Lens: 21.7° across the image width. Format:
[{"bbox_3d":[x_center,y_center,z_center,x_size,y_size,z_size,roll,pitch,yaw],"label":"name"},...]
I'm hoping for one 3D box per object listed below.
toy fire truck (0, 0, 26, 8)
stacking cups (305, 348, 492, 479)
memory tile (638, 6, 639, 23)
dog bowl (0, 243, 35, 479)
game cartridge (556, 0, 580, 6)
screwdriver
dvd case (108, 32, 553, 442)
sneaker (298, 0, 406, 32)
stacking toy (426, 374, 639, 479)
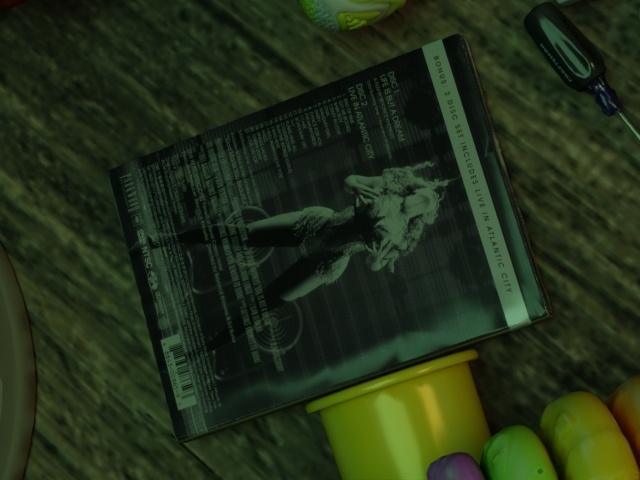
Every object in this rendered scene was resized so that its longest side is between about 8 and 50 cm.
[{"bbox_3d":[-0.224,-0.286,0.956,0.302,0.169,0.254,39,80,16],"label":"toy fire truck"},{"bbox_3d":[0.088,0.217,0.850,0.096,0.096,0.316,-21,85,16],"label":"stacking cups"},{"bbox_3d":[0.241,-0.152,0.858,0.148,0.012,0.113,4,87,19],"label":"memory tile"},{"bbox_3d":[-0.347,0.087,0.987,0.348,0.102,0.349,-1,86,18],"label":"dog bowl"},{"bbox_3d":[0.137,-0.169,0.886,0.056,0.017,0.083,-16,78,24],"label":"game cartridge"},{"bbox_3d":[0.162,-0.055,0.876,0.025,0.024,0.170,-40,80,42],"label":"screwdriver"},{"bbox_3d":[0.000,0.000,0.918,0.221,0.018,0.165,-20,75,17],"label":"dvd case"},{"bbox_3d":[0.014,-0.234,0.913,0.126,0.091,0.240,-20,79,-3],"label":"sneaker"},{"bbox_3d":[0.100,0.139,0.753,0.301,0.175,0.166,-10,80,-4],"label":"stacking toy"}]
